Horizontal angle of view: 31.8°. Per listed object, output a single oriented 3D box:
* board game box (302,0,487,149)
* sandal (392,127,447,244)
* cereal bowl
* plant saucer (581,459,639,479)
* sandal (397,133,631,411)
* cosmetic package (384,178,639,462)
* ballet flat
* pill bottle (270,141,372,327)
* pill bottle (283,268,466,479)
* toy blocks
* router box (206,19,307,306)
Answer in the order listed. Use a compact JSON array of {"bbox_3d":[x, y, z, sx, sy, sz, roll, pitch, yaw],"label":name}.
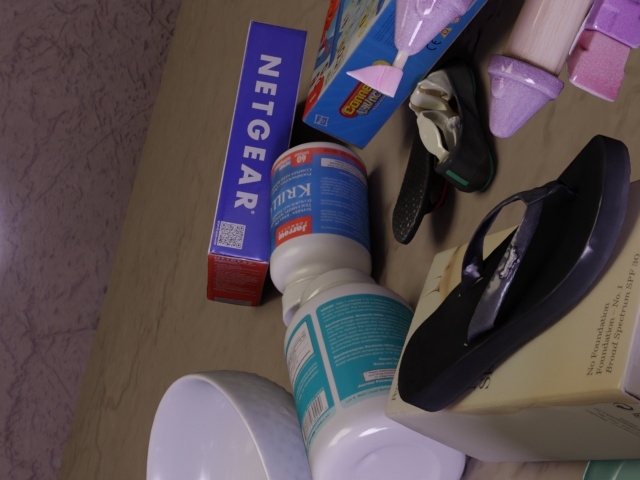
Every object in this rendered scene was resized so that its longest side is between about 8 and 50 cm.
[{"bbox_3d":[0.102,-0.313,1.289,0.308,0.086,0.302,-49,24,50],"label":"board game box"},{"bbox_3d":[0.119,-0.067,1.232,0.067,0.040,0.179,-42,24,47],"label":"sandal"},{"bbox_3d":[-0.067,0.308,1.249,0.339,0.141,0.339,4,95,59],"label":"cereal bowl"},{"bbox_3d":[0.226,0.188,0.795,0.119,0.021,0.119,-166,90,-69],"label":"plant saucer"},{"bbox_3d":[0.122,0.029,0.778,0.254,0.054,0.097,-53,20,31],"label":"sandal"},{"bbox_3d":[0.182,0.071,0.828,0.309,0.113,0.160,-25,42,62],"label":"cosmetic package"},{"bbox_3d":[0.132,-0.134,1.184,0.203,0.074,0.074,-96,29,-43],"label":"ballet flat"},{"bbox_3d":[0.000,0.000,1.361,0.124,0.124,0.221,128,149,-46],"label":"pill bottle"},{"bbox_3d":[0.044,0.140,1.122,0.264,0.146,0.146,-106,36,-54],"label":"pill bottle"},{"bbox_3d":[0.180,-0.184,0.781,0.260,0.289,0.309,-68,24,5],"label":"toy blocks"},{"bbox_3d":[-0.094,-0.099,1.609,0.301,0.082,0.335,112,167,-74],"label":"router box"}]
